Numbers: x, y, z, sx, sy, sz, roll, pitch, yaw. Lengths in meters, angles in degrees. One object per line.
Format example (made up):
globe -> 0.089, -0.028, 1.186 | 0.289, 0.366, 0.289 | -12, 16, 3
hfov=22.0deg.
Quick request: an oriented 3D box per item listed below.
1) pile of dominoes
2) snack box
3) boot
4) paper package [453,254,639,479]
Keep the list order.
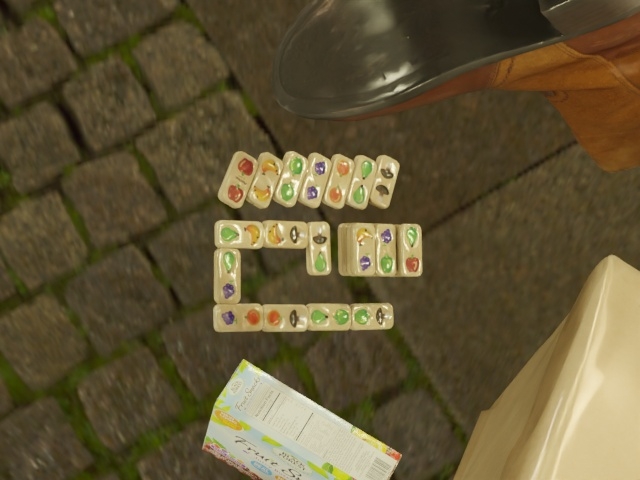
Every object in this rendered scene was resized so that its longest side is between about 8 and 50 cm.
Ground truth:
pile of dominoes -> 0.000, 0.000, 1.770 | 0.251, 0.040, 0.196 | 1, 87, -36
snack box -> -0.025, 0.239, 1.862 | 0.207, 0.174, 0.070 | 30, 65, 4
boot -> 0.139, -0.109, 1.075 | 0.264, 0.280, 0.096 | -26, 64, 22
paper package -> 0.231, 0.216, 0.943 | 0.325, 0.168, 0.309 | 32, 38, -1
